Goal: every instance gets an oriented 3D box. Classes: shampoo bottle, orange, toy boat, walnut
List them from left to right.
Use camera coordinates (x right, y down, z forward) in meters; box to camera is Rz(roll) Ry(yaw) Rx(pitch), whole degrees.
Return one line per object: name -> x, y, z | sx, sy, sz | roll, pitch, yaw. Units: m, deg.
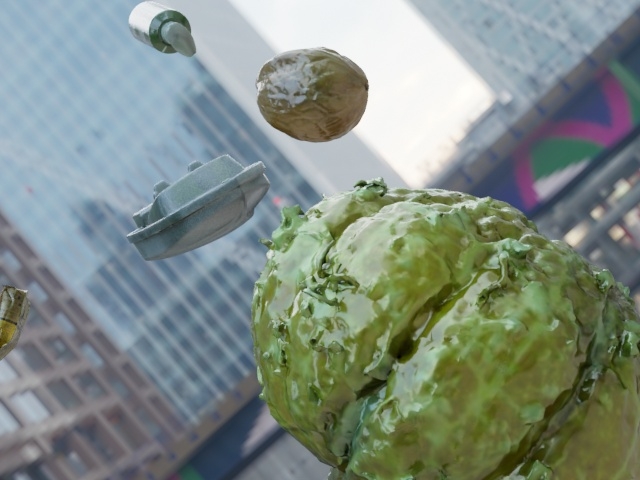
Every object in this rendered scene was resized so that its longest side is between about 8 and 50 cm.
shampoo bottle -> -0.215, -0.289, 2.207 | 0.065, 0.065, 0.204 | -41, 21, -5
toy boat -> -0.133, -0.044, 1.842 | 0.141, 0.092, 0.319 | -32, 5, -18
walnut -> -0.010, -0.150, 1.633 | 0.105, 0.124, 0.105 | 7, -90, -71
orange -> 0.091, 0.083, 1.073 | 0.223, 0.301, 0.300 | -50, -21, -11

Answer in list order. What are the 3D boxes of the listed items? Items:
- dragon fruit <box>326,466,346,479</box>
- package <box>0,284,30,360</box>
dragon fruit -> 0.152, 0.351, 1.828 | 0.296, 0.263, 0.314 | 9, -5, -31
package -> -0.465, 0.134, 2.350 | 0.071, 0.047, 0.131 | 118, 171, -66
